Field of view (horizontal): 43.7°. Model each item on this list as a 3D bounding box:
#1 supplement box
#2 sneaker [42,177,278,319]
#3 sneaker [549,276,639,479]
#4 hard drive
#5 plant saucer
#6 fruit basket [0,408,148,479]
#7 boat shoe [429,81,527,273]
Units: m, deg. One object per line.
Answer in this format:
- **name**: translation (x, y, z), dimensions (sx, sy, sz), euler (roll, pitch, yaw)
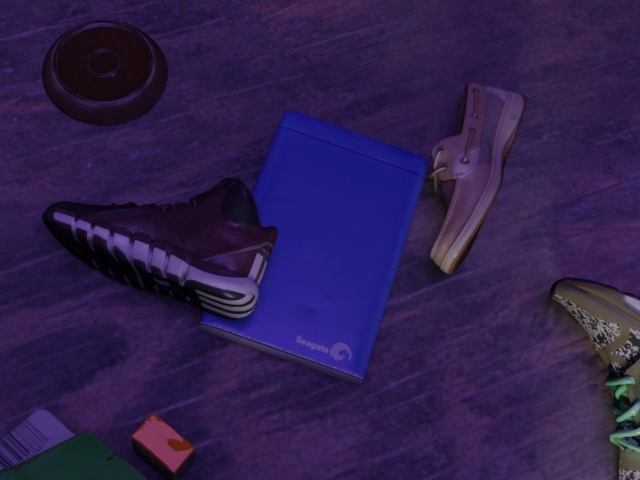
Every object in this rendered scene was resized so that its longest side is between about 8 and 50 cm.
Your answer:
- **supplement box**: translation (-0.174, 0.233, 0.882), dimensions (0.062, 0.098, 0.036), euler (37, 65, 8)
- **sneaker**: translation (-0.181, -0.022, 0.973), dimensions (0.281, 0.106, 0.162), euler (22, 63, 9)
- **sneaker**: translation (0.408, 0.219, 0.961), dimensions (0.182, 0.158, 0.410), euler (-41, 74, -2)
- **hard drive**: translation (0.000, 0.000, 1.030), dimensions (0.210, 0.040, 0.318), euler (19, 67, 0)
- **plant saucer**: translation (-0.295, -0.237, 1.088), dimensions (0.169, 0.029, 0.168), euler (3, 69, -7)
- **fruit basket**: translation (-0.271, 0.364, 0.713), dimensions (0.327, 0.165, 0.353), euler (32, 54, 16)
- **boat shoe**: translation (0.190, -0.091, 1.063), dimensions (0.098, 0.109, 0.302), euler (22, 61, 6)
